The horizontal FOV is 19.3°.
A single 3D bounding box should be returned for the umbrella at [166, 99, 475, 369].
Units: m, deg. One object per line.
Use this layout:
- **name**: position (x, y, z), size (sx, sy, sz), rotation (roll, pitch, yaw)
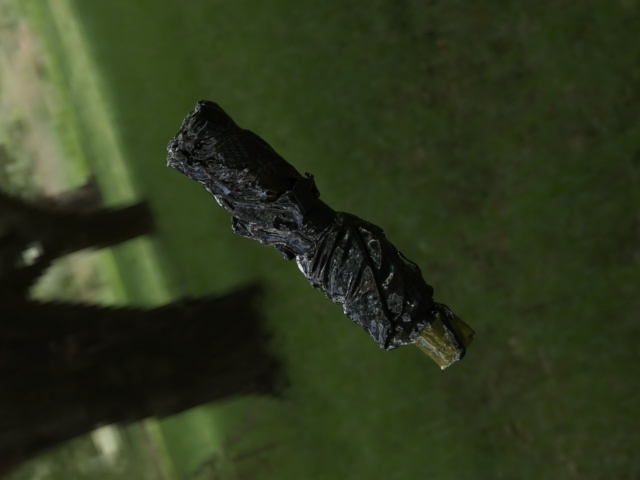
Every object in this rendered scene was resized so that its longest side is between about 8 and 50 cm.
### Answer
- **umbrella**: position (0.000, 0.000, 0.740), size (0.144, 0.037, 0.040), rotation (40, 165, -6)
